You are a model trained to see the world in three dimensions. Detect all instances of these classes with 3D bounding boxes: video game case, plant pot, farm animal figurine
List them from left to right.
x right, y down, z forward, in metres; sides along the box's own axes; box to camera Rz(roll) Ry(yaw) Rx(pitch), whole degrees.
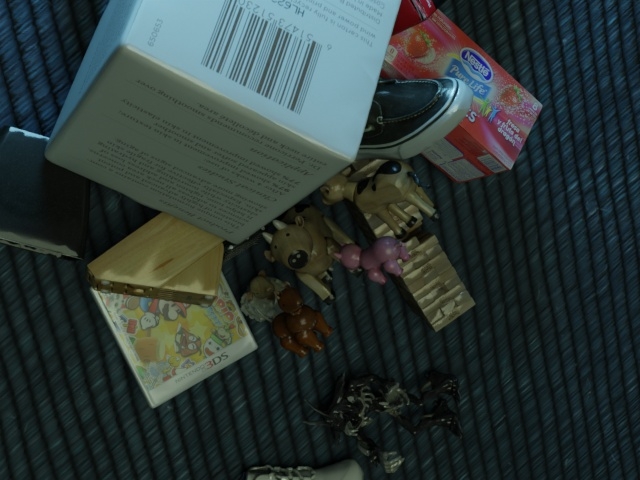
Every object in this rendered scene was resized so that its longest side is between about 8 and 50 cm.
[{"bbox_3d":[-0.438,-0.072,1.635,0.188,0.188,0.166,16,82,-19],"label":"plant pot"},{"bbox_3d":[-0.237,0.127,1.778,0.206,0.026,0.227,-29,103,-19],"label":"video game case"},{"bbox_3d":[0.000,0.000,1.702,0.172,0.327,0.330,42,84,-15],"label":"farm animal figurine"}]

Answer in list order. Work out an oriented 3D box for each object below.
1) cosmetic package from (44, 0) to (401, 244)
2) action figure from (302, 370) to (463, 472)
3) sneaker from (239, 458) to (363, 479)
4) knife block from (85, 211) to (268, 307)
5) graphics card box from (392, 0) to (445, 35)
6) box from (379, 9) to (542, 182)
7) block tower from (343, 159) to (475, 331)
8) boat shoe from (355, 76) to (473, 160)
[{"bbox_3d":[-0.139,-0.244,1.516,0.329,0.394,0.327,25,64,-20],"label":"cosmetic package"},{"bbox_3d":[0.115,0.303,1.892,0.276,0.141,0.164,-6,114,-17],"label":"action figure"},{"bbox_3d":[-0.066,0.444,1.885,0.297,0.111,0.129,-22,101,-13],"label":"sneaker"},{"bbox_3d":[-0.219,-0.025,1.727,0.276,0.088,0.242,9,72,-11],"label":"knife block"},{"bbox_3d":[0.161,-0.501,1.667,0.232,0.094,0.371,54,51,-15],"label":"graphics card box"},{"bbox_3d":[0.192,-0.243,1.780,0.300,0.154,0.142,38,67,-19],"label":"box"},{"bbox_3d":[0.135,-0.007,1.860,0.091,0.097,0.335,-34,107,-8],"label":"block tower"},{"bbox_3d":[0.075,-0.194,1.657,0.119,0.335,0.121,41,56,-31],"label":"boat shoe"}]
